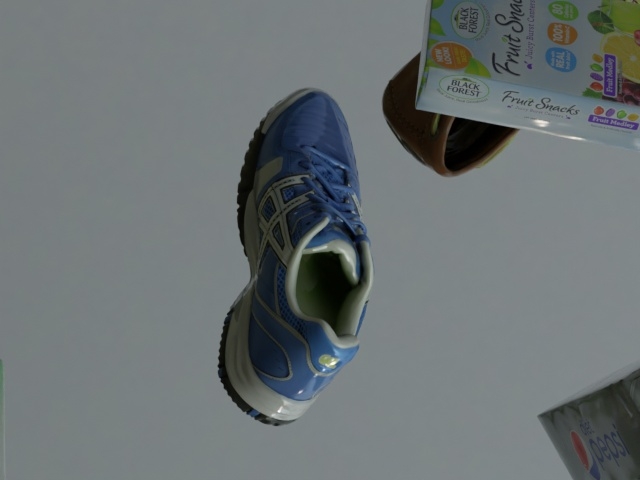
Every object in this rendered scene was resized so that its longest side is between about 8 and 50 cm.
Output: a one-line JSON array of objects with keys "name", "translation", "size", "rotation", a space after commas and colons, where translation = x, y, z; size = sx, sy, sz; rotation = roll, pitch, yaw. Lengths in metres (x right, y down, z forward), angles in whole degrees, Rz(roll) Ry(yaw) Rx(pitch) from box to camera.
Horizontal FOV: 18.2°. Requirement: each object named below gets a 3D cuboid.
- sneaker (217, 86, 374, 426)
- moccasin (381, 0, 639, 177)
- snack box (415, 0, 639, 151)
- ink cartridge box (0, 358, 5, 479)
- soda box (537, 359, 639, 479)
[{"name": "sneaker", "translation": [0.000, 0.000, 1.123], "size": [0.081, 0.080, 0.211], "rotation": [-36, -138, 45]}, {"name": "moccasin", "translation": [0.214, -0.213, 1.768], "size": [0.139, 0.380, 0.147], "rotation": [47, 0, -34]}, {"name": "snack box", "translation": [0.131, -0.108, 1.179], "size": [0.100, 0.141, 0.037], "rotation": [-81, -177, -46]}, {"name": "ink cartridge box", "translation": [-0.257, 0.152, 1.039], "size": [0.056, 0.181, 0.224], "rotation": [-54, -146, 44]}, {"name": "soda box", "translation": [0.259, 0.145, 1.573], "size": [0.098, 0.091, 0.286], "rotation": [61, -10, 7]}]
